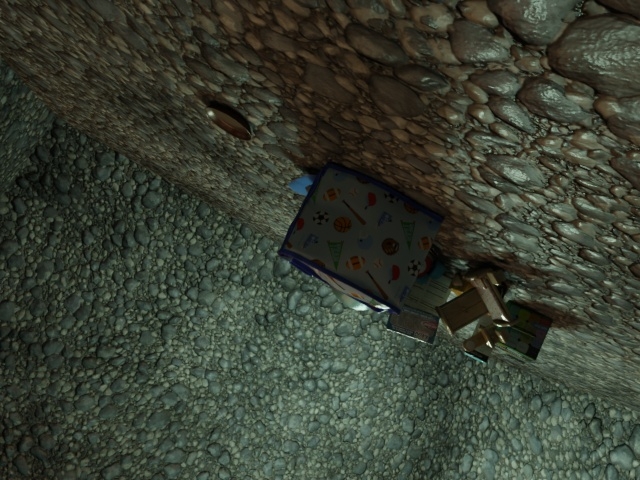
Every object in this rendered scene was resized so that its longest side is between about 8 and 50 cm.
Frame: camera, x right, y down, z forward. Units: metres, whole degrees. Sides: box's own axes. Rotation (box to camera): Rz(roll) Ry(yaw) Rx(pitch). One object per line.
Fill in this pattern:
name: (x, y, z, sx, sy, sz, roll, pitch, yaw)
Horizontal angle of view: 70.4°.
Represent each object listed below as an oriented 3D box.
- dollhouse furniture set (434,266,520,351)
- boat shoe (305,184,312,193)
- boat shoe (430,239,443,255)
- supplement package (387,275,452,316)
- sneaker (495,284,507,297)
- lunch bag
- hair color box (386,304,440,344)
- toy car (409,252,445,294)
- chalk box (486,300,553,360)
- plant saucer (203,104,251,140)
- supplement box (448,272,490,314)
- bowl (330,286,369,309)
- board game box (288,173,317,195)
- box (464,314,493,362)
dollhouse furniture set: (0.544, 0.266, 1.549, 0.304, 0.173, 0.355, 61, 177, 3)
boat shoe: (0.033, -0.138, 1.522, 0.096, 0.088, 0.267, 61, -168, 24)
boat shoe: (0.360, 0.006, 1.552, 0.142, 0.040, 0.049, 31, 170, -17)
supplement package: (0.450, 0.274, 2.028, 0.197, 0.263, 0.199, 25, 170, 18)
sneaker: (0.633, 0.200, 1.695, 0.094, 0.082, 0.208, 30, 171, 23)
lunch bag: (0.106, -0.008, 1.358, 0.385, 0.328, 0.239, 28, 166, -7)
hair color box: (0.360, 0.314, 1.740, 0.173, 0.105, 0.347, 16, 175, 15)
toy car: (0.318, 0.148, 1.744, 0.219, 0.238, 0.210, 31, 157, -9)
chalk box: (0.794, 0.366, 1.820, 0.180, 0.179, 0.289, 26, 169, 19)
plant saucer: (-0.283, -0.372, 1.419, 0.168, 0.029, 0.168, 27, 170, 5)
supplement box: (0.620, 0.220, 1.839, 0.233, 0.080, 0.078, 33, 169, -34)
bowl: (0.208, 0.157, 2.144, 0.311, 0.312, 0.163, 29, 151, -3)
board game box: (-0.027, -0.200, 1.549, 0.133, 0.033, 0.168, 19, 156, -36)
box: (0.736, 0.413, 2.014, 0.100, 0.245, 0.060, 24, 169, 26)
